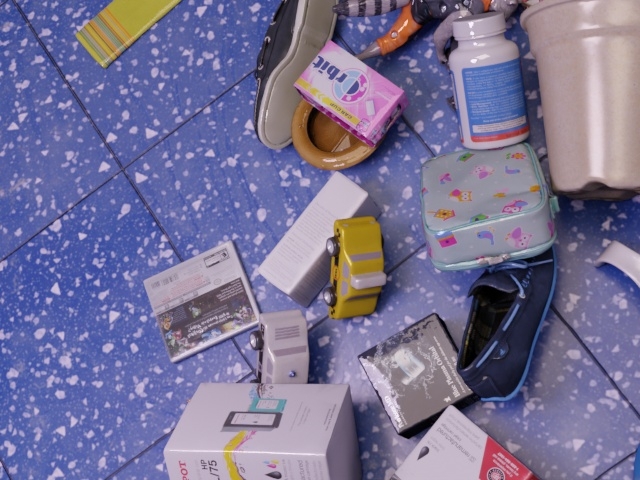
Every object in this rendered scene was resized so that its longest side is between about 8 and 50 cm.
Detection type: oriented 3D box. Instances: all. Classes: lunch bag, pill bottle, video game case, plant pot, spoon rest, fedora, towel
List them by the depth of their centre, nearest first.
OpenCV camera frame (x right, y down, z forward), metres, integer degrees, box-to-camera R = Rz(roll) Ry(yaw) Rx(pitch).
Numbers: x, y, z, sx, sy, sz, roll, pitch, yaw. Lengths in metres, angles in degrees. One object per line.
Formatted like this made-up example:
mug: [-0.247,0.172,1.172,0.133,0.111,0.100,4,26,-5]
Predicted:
spoon rest: [0.577,0.096,1.782,0.276,0.084,0.137,39,88,21]
plant pot: [0.499,-0.225,1.790,0.334,0.334,0.305,0,87,15]
lunch bag: [0.283,-0.059,1.817,0.224,0.108,0.279,-10,31,9]
pill bottle: [0.290,-0.279,1.877,0.124,0.124,0.221,-7,107,13]
fedora: [0.043,-0.212,2.007,0.194,0.079,0.194,-4,75,14]
video game case: [-0.221,0.115,2.020,0.190,0.022,0.173,-25,70,6]
towel: [-0.387,-0.463,2.222,0.237,0.021,0.102,-41,75,0]

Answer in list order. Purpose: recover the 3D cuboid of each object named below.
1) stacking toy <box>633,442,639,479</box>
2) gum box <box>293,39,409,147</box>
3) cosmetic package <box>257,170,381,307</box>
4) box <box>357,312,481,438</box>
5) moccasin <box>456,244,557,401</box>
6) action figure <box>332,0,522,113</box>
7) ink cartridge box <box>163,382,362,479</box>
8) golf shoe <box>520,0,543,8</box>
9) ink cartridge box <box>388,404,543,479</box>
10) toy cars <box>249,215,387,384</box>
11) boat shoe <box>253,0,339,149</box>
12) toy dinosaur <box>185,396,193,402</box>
stacking toy: [0.657,0.372,1.669,0.302,0.166,0.175,30,80,5]
gum box: [0.060,-0.260,1.939,0.188,0.062,0.107,38,87,21]
cosmetic package: [0.000,0.000,1.942,0.085,0.117,0.231,36,85,21]
box: [0.172,0.233,1.847,0.158,0.093,0.156,-30,70,6]
moccasin: [0.308,0.095,1.786,0.137,0.117,0.342,-21,45,44]
action figure: [0.203,-0.392,1.964,0.330,0.178,0.341,-10,76,13]
ink cartridge box: [-0.088,0.369,1.786,0.270,0.197,0.198,-2,116,15]
golf shoe: [0.432,-0.447,1.957,0.186,0.067,0.086,26,123,23]
ink cartridge box: [0.209,0.439,1.739,0.273,0.114,0.197,-51,47,-2]
toy cars: [0.004,0.139,1.868,0.394,0.176,0.087,-52,33,-2]
boat shoe: [-0.069,-0.337,2.058,0.113,0.127,0.340,10,85,47]
toy dinosaur: [-0.180,0.319,1.943,0.211,0.064,0.112,-29,88,15]
